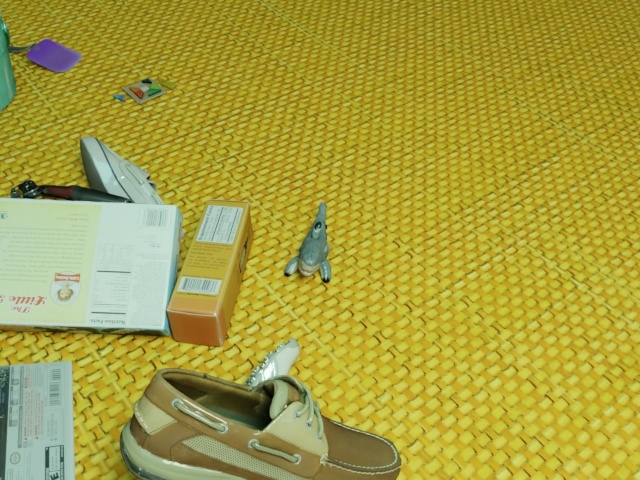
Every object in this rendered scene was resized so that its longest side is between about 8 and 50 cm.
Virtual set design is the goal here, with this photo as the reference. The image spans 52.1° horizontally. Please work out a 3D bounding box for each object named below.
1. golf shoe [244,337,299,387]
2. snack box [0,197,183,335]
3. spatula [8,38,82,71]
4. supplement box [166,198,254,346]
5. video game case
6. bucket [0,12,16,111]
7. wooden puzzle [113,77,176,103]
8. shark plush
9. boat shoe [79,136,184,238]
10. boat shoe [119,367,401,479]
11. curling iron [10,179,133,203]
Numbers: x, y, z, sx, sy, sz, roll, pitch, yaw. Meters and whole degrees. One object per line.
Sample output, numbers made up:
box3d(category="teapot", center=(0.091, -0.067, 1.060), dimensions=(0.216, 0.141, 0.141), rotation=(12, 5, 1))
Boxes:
box3d(category="golf shoe", center=(-0.068, 0.210, 0.859), dimensions=(0.086, 0.069, 0.176), rotation=(37, 58, 6))
box3d(category="snack box", center=(-0.372, 0.038, 0.947), dimensions=(0.321, 0.060, 0.187), rotation=(3, 72, -1))
box3d(category="spatula", center=(-0.675, -0.427, 1.439), dimensions=(0.296, 0.030, 0.084), rotation=(15, 49, 10))
box3d(category="supplement box", center=(-0.160, 0.042, 0.992), dimensions=(0.080, 0.078, 0.233), rotation=(6, 46, 7))
box3d(category="video game case", center=(-0.396, 0.237, 0.805), dimensions=(0.173, 0.022, 0.190), rotation=(0, 45, -22))
box3d(category="bucket", center=(-0.738, -0.356, 1.264), dimensions=(0.281, 0.183, 0.281), rotation=(2, 46, -2))
box3d(category="wooden puzzle", center=(-0.365, -0.315, 1.363), dimensions=(0.078, 0.014, 0.116), rotation=(32, 53, 25))
box3d(category="shark plush", center=(0.000, 0.000, 1.047), dimensions=(0.073, 0.067, 0.161), rotation=(17, 48, 13))
box3d(category="boat shoe", center=(-0.317, -0.084, 1.091), dimensions=(0.088, 0.096, 0.267), rotation=(-21, 53, -31))
box3d(category="boat shoe", center=(-0.051, 0.218, 0.733), dimensions=(0.324, 0.120, 0.122), rotation=(14, 16, -21))
box3d(category="curling iron", center=(-0.403, -0.066, 1.058), dimensions=(0.274, 0.035, 0.068), rotation=(8, 34, 29))
